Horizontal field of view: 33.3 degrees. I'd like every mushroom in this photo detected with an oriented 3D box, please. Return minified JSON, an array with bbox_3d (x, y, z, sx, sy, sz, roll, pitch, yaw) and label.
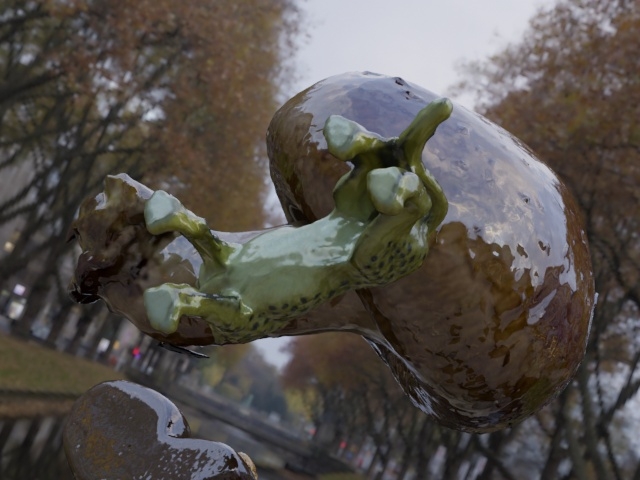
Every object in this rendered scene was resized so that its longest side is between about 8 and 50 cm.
[{"bbox_3d":[0.026,0.025,0.825,0.334,0.356,0.331,57,-25,4],"label":"mushroom"}]

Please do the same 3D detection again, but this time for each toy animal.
[{"bbox_3d":[0.000,0.000,0.548,0.073,0.181,0.136,67,10,24],"label":"toy animal"}]

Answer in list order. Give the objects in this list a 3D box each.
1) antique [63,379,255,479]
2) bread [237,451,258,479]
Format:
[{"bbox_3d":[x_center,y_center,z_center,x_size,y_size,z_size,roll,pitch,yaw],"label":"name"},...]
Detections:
[{"bbox_3d":[-0.134,0.239,0.976,0.257,0.121,0.143,24,-32,50],"label":"antique"},{"bbox_3d":[-0.116,0.298,1.313,0.081,0.083,0.046,48,10,15],"label":"bread"}]
